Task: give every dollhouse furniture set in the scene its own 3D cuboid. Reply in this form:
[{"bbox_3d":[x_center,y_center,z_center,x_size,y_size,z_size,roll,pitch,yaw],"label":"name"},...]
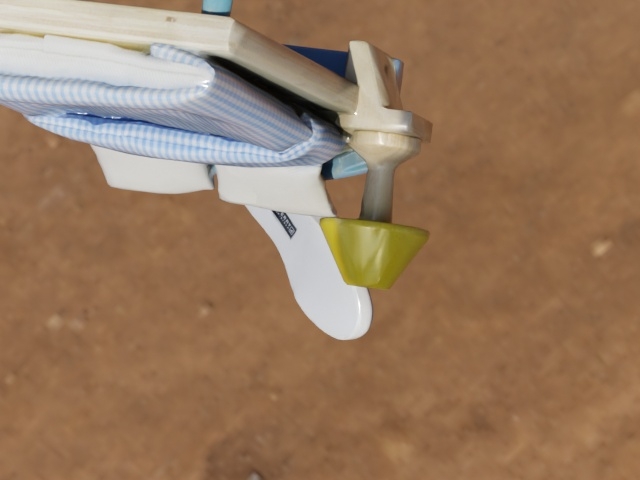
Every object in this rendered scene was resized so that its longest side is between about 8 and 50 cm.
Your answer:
[{"bbox_3d":[-0.135,-0.005,0.667,0.303,0.286,0.198,8,88,16],"label":"dollhouse furniture set"}]

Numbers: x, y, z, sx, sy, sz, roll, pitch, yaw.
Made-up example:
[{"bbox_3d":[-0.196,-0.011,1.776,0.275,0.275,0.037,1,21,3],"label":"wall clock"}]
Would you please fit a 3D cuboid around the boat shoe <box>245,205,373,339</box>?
[{"bbox_3d":[0.000,0.000,0.820,0.100,0.035,0.035,55,128,26],"label":"boat shoe"}]
